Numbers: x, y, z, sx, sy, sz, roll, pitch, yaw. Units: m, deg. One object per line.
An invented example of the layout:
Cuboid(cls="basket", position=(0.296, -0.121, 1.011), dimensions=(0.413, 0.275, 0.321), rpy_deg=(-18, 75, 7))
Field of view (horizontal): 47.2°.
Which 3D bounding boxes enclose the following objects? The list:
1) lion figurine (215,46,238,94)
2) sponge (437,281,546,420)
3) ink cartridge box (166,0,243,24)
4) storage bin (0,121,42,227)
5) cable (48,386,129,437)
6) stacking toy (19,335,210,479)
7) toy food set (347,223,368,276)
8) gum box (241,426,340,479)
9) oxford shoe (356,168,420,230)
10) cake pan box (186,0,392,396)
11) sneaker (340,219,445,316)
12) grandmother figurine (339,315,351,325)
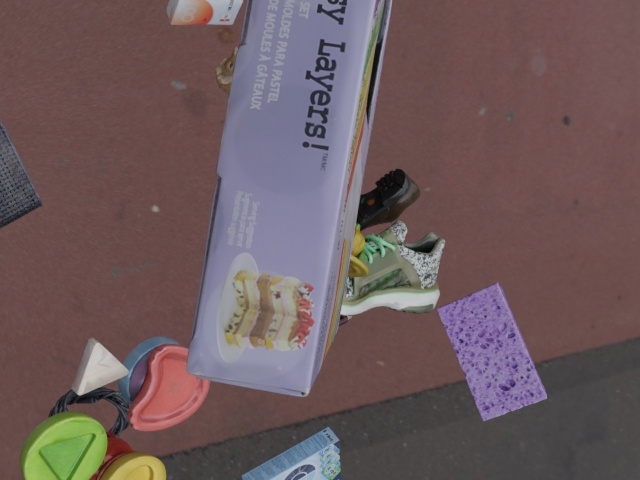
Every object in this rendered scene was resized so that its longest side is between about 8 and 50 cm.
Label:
Cuboid(cls="lion figurine", position=(-0.125, -0.469, 1.845), dimensions=(0.240, 0.392, 0.142), rpy_deg=(-7, 119, 5))
Cuboid(cls="sponge", position=(0.294, 0.190, 1.261), dimensions=(0.117, 0.031, 0.210), rpy_deg=(-24, 81, 17))
Cuboid(cls="ink cartridge box", position=(-0.220, -0.510, 1.487), dimensions=(0.145, 0.179, 0.045), rpy_deg=(-10, 72, -31))
Cuboid(cls="storage bin", position=(-0.542, -0.123, 1.188), dimensions=(0.084, 0.122, 0.180), rpy_deg=(-35, 138, -24))
Cuboid(cls="cable", position=(-0.486, 0.373, 1.555), dimensions=(0.150, 0.047, 0.184), rpy_deg=(40, 106, -7))
Cuboid(cls="stacking toy", position=(-0.352, 0.282, 1.205), dimensions=(0.279, 0.130, 0.309), rpy_deg=(33, 83, -46))
Cuboid(cls="toy food set", position=(0.000, 0.000, 1.107), dimensions=(0.128, 0.218, 0.071), rpy_deg=(29, 74, -24))
Cuboid(cls="gum box", position=(-0.049, 0.446, 1.351), dimensions=(0.184, 0.041, 0.157), rpy_deg=(-24, 133, -23))
Cuboid(cls="oxford shoe", position=(0.112, -0.055, 1.530), dimensions=(0.096, 0.227, 0.082), rpy_deg=(30, 41, -42))
Cuboid(cls="cake pan box", position=(-0.005, -0.060, 0.457), dimensions=(0.070, 0.246, 0.266), rpy_deg=(10, 89, 2))
Cuboid(cls="sneaker", position=(0.097, 0.036, 1.450), dimensions=(0.410, 0.158, 0.182), rpy_deg=(2, 113, -42))
Cuboid(cls="grandmother figurine", position=(-0.018, 0.151, 1.666), dimensions=(0.342, 0.208, 0.104), rpy_deg=(-60, 148, -53))
